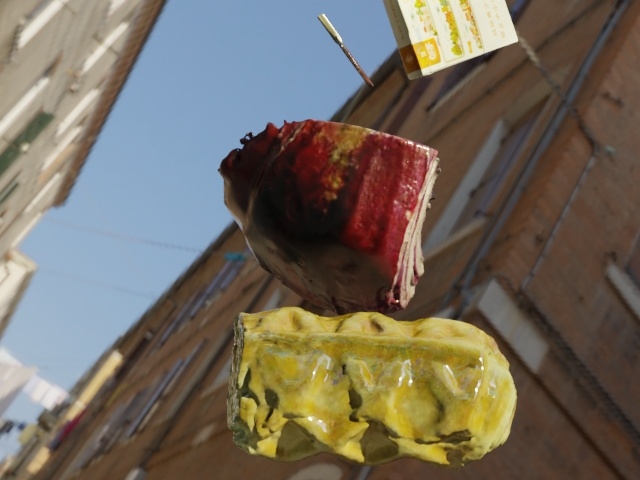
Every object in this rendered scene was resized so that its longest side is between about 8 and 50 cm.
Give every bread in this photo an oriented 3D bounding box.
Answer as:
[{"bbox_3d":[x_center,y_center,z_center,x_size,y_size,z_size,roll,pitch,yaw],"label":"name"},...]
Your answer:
[{"bbox_3d":[0.047,0.135,0.924,0.267,0.152,0.130,4,-36,-3],"label":"bread"}]

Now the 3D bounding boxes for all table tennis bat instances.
[{"bbox_3d":[0.024,-0.178,0.945,0.083,0.007,0.050,54,10,-2],"label":"table tennis bat"}]

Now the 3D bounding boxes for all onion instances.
[{"bbox_3d":[0.000,0.000,1.266,0.280,0.146,0.314,8,-38,9],"label":"onion"}]

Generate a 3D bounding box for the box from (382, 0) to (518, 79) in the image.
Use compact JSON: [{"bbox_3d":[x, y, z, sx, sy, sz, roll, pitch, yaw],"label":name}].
[{"bbox_3d":[0.176,-0.296,1.334,0.032,0.220,0.122,-11,-79,47],"label":"box"}]
